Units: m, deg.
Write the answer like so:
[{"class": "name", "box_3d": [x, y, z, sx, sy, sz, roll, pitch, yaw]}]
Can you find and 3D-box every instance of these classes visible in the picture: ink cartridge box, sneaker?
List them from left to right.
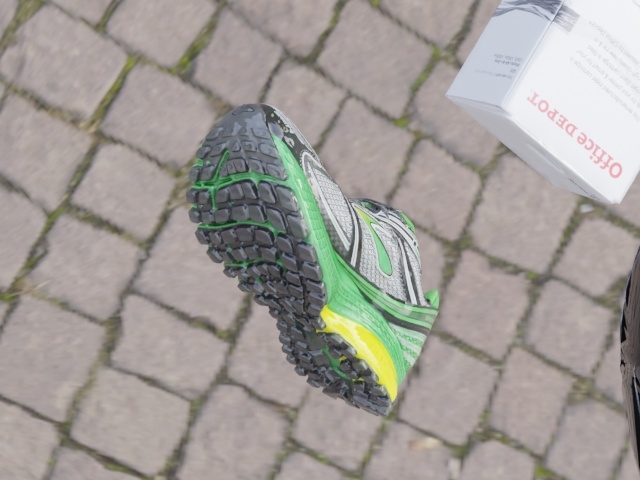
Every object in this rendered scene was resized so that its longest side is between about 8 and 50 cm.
[{"class": "sneaker", "box_3d": [0.000, 0.000, 1.353, 0.146, 0.134, 0.343, -57, 141, -25]}, {"class": "ink cartridge box", "box_3d": [0.303, -0.218, 1.725, 0.211, 0.121, 0.289, 35, 83, -31]}]

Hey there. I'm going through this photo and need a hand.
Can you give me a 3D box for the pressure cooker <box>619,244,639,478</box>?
[{"class": "pressure cooker", "box_3d": [0.376, 0.052, 0.596, 0.420, 0.370, 0.375, -24, 111, -17]}]
